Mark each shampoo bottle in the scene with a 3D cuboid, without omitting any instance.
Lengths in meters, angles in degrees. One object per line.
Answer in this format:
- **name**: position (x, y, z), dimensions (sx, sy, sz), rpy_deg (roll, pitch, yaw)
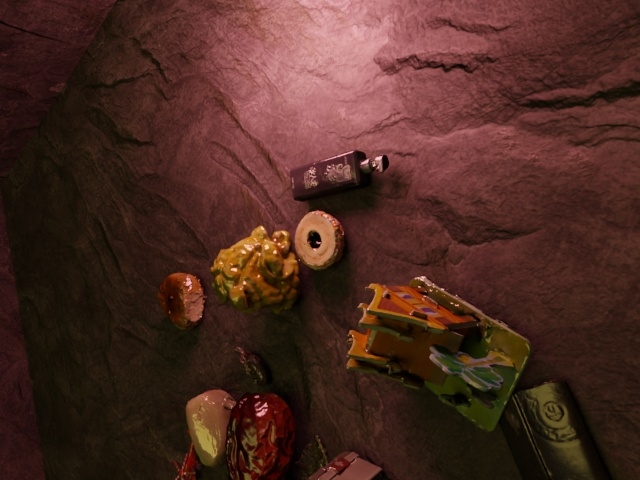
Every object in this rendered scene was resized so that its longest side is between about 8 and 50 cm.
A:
- **shampoo bottle**: position (0.051, -0.184, 1.322), dimensions (0.309, 0.071, 0.098), rpy_deg (-10, 80, 37)

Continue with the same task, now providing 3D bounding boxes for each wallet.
- **wallet**: position (0.481, 0.455, 0.968), dimensions (0.170, 0.044, 0.321), rpy_deg (-30, 71, 34)

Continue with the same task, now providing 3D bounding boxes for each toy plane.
- **toy plane**: position (-0.481, 0.798, 1.746), dimensions (0.126, 0.077, 0.194), rpy_deg (-21, 68, 34)

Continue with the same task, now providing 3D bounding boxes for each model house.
- **model house**: position (0.209, 0.251, 1.006), dimensions (0.358, 0.313, 0.242), rpy_deg (34, 113, 42)

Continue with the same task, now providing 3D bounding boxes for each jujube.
- **jujube**: position (-0.178, 0.618, 1.370), dimensions (0.216, 0.216, 0.342), rpy_deg (-18, 52, 38)

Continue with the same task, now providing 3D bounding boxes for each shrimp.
- **shrimp**: position (-0.223, 0.403, 1.546), dimensions (0.165, 0.056, 0.065), rpy_deg (39, 119, 36)

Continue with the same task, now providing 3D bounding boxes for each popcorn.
- **popcorn**: position (-0.187, 0.094, 1.397), dimensions (0.235, 0.250, 0.242), rpy_deg (-42, 62, 40)

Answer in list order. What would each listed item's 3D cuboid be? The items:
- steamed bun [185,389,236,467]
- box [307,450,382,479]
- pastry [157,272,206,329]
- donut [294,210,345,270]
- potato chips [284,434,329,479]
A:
- **steamed bun**: position (-0.333, 0.607, 1.572), dimensions (0.152, 0.170, 0.238), rpy_deg (-34, 67, 13)
- **box**: position (0.061, 0.645, 1.211), dimensions (0.129, 0.210, 0.148), rpy_deg (9, 95, 32)
- **pastry**: position (-0.511, 0.220, 1.759), dimensions (0.218, 0.100, 0.229), rpy_deg (49, 119, 29)
- **donut**: position (0.000, 0.000, 1.362), dimensions (0.174, 0.068, 0.174), rpy_deg (2, 93, 39)
- **potato chips**: position (-0.054, 0.680, 1.418), dimensions (0.220, 0.029, 0.202), rpy_deg (-13, 82, 38)
